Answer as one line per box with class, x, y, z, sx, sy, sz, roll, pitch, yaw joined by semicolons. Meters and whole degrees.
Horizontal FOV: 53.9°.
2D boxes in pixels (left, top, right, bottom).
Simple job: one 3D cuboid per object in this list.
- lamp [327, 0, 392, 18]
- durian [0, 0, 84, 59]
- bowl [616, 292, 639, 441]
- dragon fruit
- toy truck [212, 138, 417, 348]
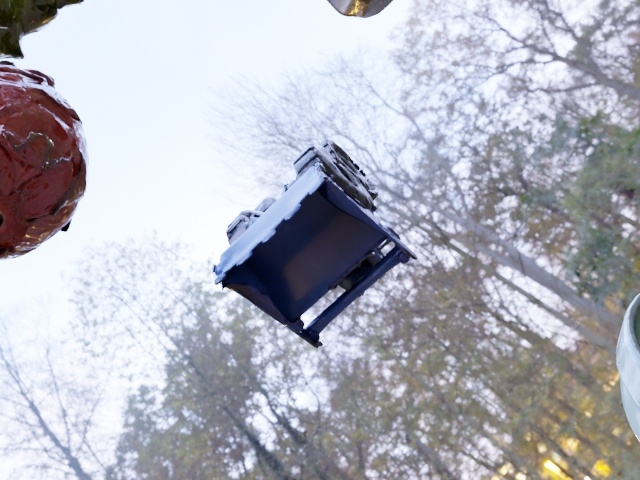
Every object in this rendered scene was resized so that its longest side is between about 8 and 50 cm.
lamp;0.052;-0.459;1.007;0.161;0.185;0.161;-38;-3;-2
durian;-0.215;-0.215;0.360;0.157;0.169;0.356;54;-134;-48
bowl;0.475;0.185;0.683;0.307;0.307;0.164;-25;-51;-40
dragon fruit;-0.398;-0.098;0.768;0.240;0.252;0.241;-34;-31;-24
toy truck;0.000;0.000;0.519;0.113;0.126;0.208;-43;3;14
